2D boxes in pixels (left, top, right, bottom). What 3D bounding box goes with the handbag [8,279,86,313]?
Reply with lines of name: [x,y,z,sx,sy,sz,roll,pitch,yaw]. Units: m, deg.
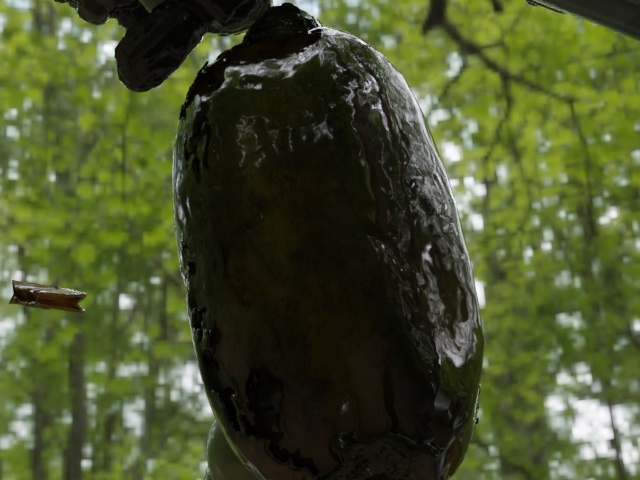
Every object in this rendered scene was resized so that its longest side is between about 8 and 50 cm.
handbag: [-0.300,0.063,1.485,0.061,0.027,0.083,10,-3,-35]

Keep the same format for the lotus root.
lotus root: [0.000,0.000,0.920,0.195,0.397,0.179,-5,-36,-8]

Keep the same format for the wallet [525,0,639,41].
wallet: [0.287,-0.298,1.561,0.360,0.252,0.083,16,-74,-22]

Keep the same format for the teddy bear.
teddy bear: [-0.129,-0.208,1.087,0.171,0.251,0.144,-52,-23,-3]

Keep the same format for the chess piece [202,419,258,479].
chess piece: [-0.055,0.273,1.418,0.182,0.182,0.330,-1,-40,-5]
